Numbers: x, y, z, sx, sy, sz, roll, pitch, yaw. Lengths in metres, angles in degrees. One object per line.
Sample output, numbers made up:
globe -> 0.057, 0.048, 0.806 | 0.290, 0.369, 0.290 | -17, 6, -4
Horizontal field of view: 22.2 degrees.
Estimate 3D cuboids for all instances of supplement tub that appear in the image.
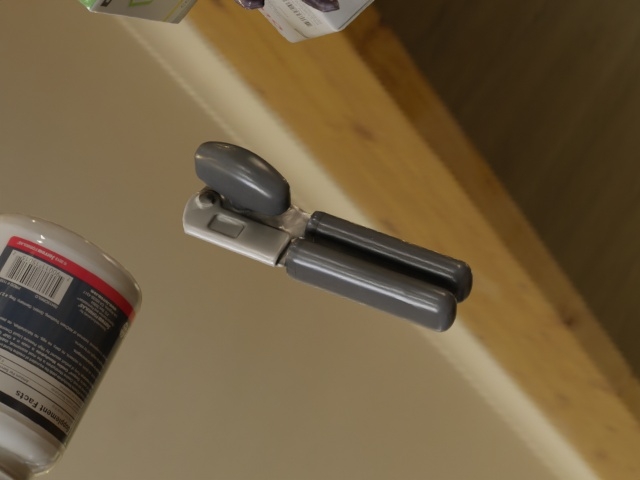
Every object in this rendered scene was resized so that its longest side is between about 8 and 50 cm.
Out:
supplement tub -> -0.324, 0.126, 1.706 | 0.272, 0.191, 0.191 | -63, -32, -19

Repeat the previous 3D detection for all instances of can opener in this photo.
can opener -> 0.000, 0.000, 1.467 | 0.074, 0.280, 0.093 | -56, -18, -35

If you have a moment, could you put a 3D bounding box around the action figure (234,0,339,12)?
action figure -> -0.036, -0.365, 1.576 | 0.185, 0.099, 0.285 | -7, -55, -8

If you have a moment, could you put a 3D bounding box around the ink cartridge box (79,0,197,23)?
ink cartridge box -> -0.114, -0.200, 1.023 | 0.109, 0.062, 0.209 | -51, -10, 13

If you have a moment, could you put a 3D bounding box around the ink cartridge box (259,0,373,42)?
ink cartridge box -> -0.037, -0.349, 1.905 | 0.121, 0.289, 0.211 | -44, -78, -6
